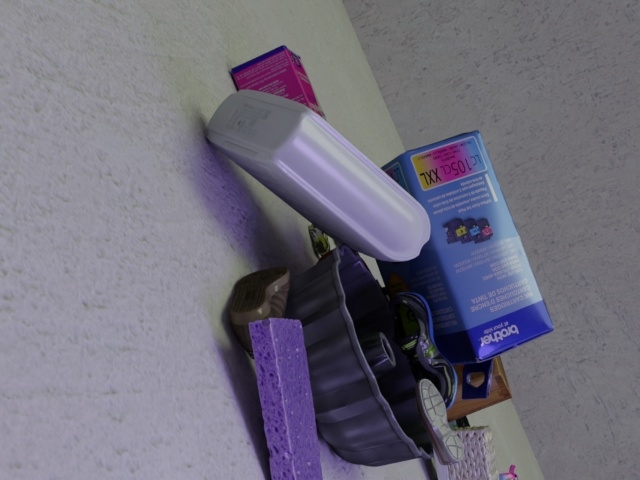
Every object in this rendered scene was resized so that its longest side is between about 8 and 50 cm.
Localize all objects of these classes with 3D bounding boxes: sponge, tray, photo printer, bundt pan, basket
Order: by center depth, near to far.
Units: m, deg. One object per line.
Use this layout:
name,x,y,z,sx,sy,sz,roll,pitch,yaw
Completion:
sponge,-0.038,0.197,1.215,0.117,0.031,0.210,15,66,-73
bundt pan,0.043,0.177,1.478,0.330,0.124,0.330,60,14,-26
photo printer,0.007,-0.086,1.496,0.307,0.107,0.256,38,-6,-31
basket,0.277,0.431,1.934,0.113,0.103,0.167,19,61,-73
tray,0.247,0.202,2.085,0.076,0.203,0.411,59,14,-29

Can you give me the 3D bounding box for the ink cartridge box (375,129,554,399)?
ink cartridge box,0.212,0.053,1.647,0.395,0.151,0.270,68,-18,3

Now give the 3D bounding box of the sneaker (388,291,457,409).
sneaker,0.143,0.165,1.520,0.078,0.067,0.188,5,60,-51

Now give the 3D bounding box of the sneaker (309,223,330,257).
sneaker,0.000,0.000,1.862,0.035,0.031,0.083,72,8,-48

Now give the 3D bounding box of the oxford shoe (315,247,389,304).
oxford shoe,0.101,0.178,1.730,0.130,0.123,0.348,43,26,-73

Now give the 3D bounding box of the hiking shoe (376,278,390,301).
hiking shoe,0.139,0.169,2.031,0.114,0.086,0.227,45,15,-24

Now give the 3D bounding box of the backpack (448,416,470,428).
backpack,0.252,0.372,2.061,0.105,0.084,0.114,-77,146,-71

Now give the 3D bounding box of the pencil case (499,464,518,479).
pencil case,0.423,0.623,2.267,0.104,0.104,0.236,45,25,-58

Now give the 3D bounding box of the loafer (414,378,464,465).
loafer,0.159,0.259,1.454,0.045,0.039,0.125,-11,72,-43

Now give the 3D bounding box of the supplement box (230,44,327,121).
supplement box,-0.058,-0.221,1.837,0.111,0.114,0.220,0,68,-77

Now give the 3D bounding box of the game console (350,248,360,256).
game console,0.087,0.015,2.091,0.071,0.107,0.122,31,23,-15

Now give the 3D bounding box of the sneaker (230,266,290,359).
sneaker,-0.077,0.091,1.328,0.188,0.066,0.071,-57,139,-69
